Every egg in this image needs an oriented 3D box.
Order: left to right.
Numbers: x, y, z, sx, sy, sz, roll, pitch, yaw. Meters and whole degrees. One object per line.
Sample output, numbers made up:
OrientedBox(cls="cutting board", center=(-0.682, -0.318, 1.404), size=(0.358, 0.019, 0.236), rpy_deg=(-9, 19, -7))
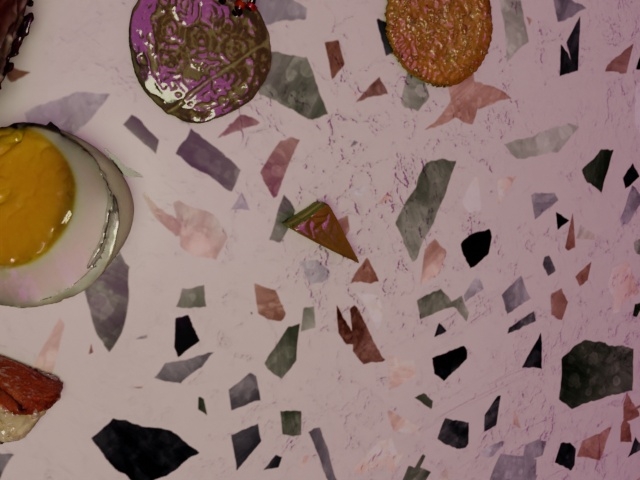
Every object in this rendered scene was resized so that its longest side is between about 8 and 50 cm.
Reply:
OrientedBox(cls="egg", center=(-0.422, -0.036, 0.817), size=(0.286, 0.174, 0.264), rpy_deg=(-8, 89, 1))

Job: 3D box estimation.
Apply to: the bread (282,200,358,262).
OrientedBox(cls="bread", center=(0.003, 0.004, 1.031), size=(0.084, 0.074, 0.139), rpy_deg=(-34, 111, -13))

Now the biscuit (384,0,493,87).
OrientedBox(cls="biscuit", center=(0.244, -0.439, 1.072), size=(0.254, 0.035, 0.254), rpy_deg=(-3, 99, -20))

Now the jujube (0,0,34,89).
OrientedBox(cls="jujube", center=(-0.532, -0.301, 0.693), size=(0.258, 0.258, 0.377), rpy_deg=(25, 77, -23))

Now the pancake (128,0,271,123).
OrientedBox(cls="pancake", center=(-0.205, -0.334, 0.919), size=(0.250, 0.031, 0.250), rpy_deg=(-3, 100, -20))

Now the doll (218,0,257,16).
OrientedBox(cls="doll", center=(-0.111, -0.463, 0.912), size=(0.109, 0.057, 0.169), rpy_deg=(35, 70, -21))

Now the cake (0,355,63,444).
OrientedBox(cls="cake", center=(-0.534, 0.239, 0.840), size=(0.220, 0.117, 0.086), rpy_deg=(31, 93, -23))
